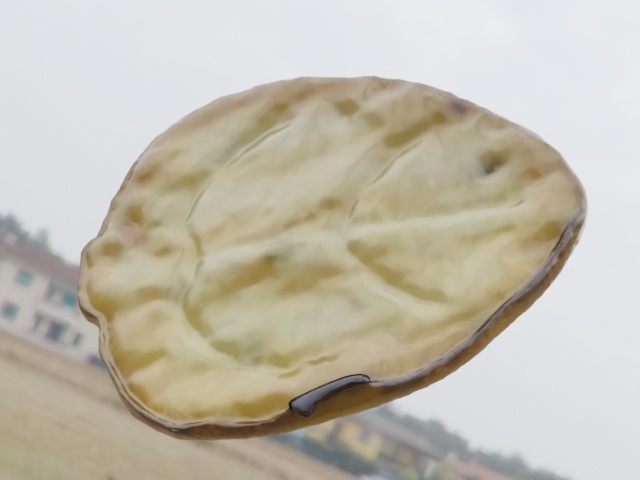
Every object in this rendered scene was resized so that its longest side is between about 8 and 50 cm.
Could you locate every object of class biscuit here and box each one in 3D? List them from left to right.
[{"bbox_3d":[0.002,0.004,0.738,0.260,0.203,0.041,-10,-37,14],"label":"biscuit"}]
